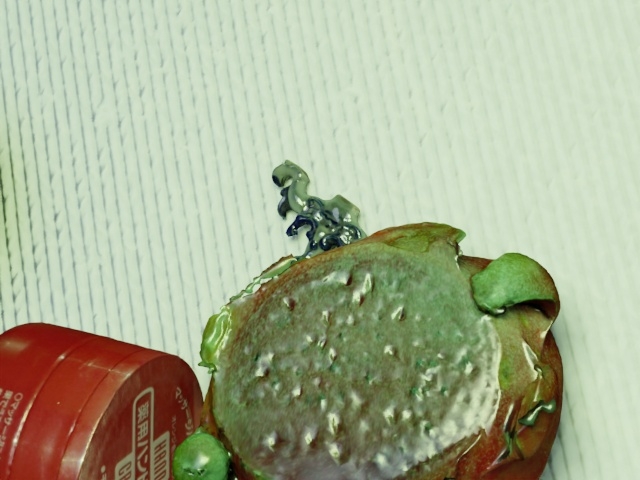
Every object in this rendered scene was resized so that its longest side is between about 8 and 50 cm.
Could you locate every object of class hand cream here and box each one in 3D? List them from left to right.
[{"bbox_3d":[-0.178,0.159,1.430,0.125,0.193,0.193,13,74,22],"label":"hand cream"}]

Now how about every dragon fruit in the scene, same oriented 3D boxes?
[{"bbox_3d":[0.039,0.112,1.400,0.295,0.130,0.268,-22,65,10],"label":"dragon fruit"}]

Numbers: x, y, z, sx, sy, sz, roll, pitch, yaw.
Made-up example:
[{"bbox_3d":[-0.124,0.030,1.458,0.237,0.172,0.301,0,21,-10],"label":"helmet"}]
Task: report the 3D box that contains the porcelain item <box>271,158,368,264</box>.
[{"bbox_3d":[0.000,0.000,1.524,0.136,0.021,0.075,35,88,28],"label":"porcelain item"}]
